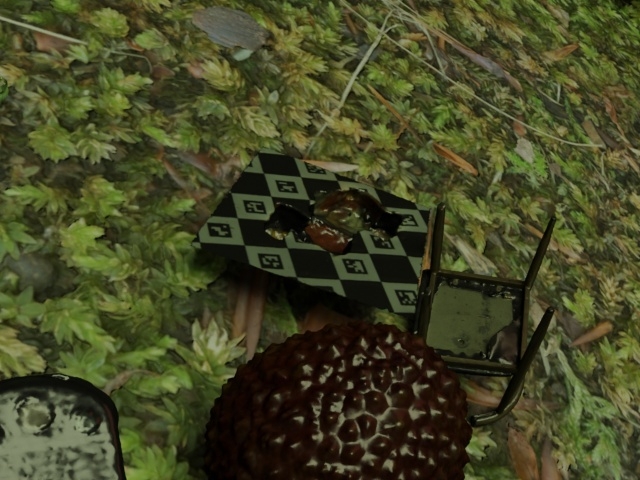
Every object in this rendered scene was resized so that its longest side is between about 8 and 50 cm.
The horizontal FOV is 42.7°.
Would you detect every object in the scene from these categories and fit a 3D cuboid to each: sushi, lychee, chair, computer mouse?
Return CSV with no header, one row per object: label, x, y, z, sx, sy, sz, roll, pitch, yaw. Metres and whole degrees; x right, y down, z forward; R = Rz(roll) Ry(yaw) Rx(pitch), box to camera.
sushi,0.000,0.000,1.140,0.294,0.059,0.292,21,35,1
lychee,0.017,0.221,0.870,0.276,0.304,0.275,43,13,-12
chair,0.212,0.108,1.114,0.166,0.272,0.188,8,47,9
computer mouse,-0.265,0.265,0.768,0.170,0.100,0.269,-1,63,-29

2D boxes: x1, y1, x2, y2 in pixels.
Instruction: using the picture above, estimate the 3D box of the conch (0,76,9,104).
conch,-0.448,-0.153,0.936,0.143,0.137,0.250,17,50,-20
